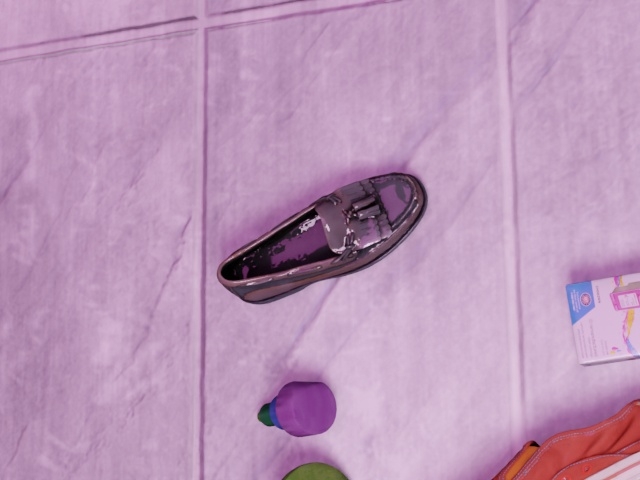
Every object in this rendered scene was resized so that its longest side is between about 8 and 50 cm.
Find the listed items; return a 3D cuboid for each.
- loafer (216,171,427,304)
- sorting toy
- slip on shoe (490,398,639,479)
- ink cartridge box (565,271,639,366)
[{"bbox_3d":[0.000,0.000,1.261,0.268,0.084,0.096,-29,71,15],"label":"loafer"},{"bbox_3d":[-0.035,0.348,1.226,0.126,0.127,0.365,-21,68,48],"label":"sorting toy"},{"bbox_3d":[0.228,0.267,1.120,0.331,0.123,0.101,-30,44,17],"label":"slip on shoe"},{"bbox_3d":[0.330,0.081,1.132,0.123,0.052,0.088,-11,77,19],"label":"ink cartridge box"}]
